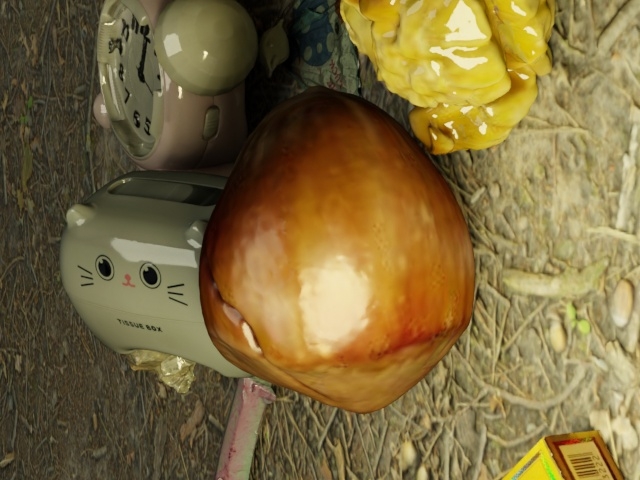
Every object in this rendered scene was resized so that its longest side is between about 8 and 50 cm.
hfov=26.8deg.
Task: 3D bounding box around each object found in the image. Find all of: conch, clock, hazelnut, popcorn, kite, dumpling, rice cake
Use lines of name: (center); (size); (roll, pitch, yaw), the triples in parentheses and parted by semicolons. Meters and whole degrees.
conch: (-0.219, 0.090, 2.055); (0.210, 0.159, 0.291); (62, -155, -77)
clock: (-0.213, -0.254, 1.948); (0.342, 0.184, 0.325); (45, 143, 39)
hazelnut: (0.010, 0.012, 1.508); (0.372, 0.315, 0.372); (177, 90, -67)
popcorn: (0.137, -0.241, 1.397); (0.265, 0.225, 0.332); (-134, 27, -63)
kite: (0.014, -0.304, 1.773); (0.368, 0.014, 0.406); (-18, 77, 59)
dumpling: (-0.067, -0.264, 1.863); (0.059, 0.043, 0.077); (171, 89, -79)
rice cake: (-0.120, 0.317, 2.001); (0.081, 0.051, 0.290); (48, 131, 48)

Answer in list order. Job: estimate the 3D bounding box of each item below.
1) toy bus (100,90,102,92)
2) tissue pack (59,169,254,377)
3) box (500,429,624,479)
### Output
toy bus: (-0.304, -0.249, 2.262); (0.203, 0.063, 0.090); (34, 117, 51)
tissue pack: (-0.179, 0.026, 1.790); (0.333, 0.229, 0.236); (8, 131, 32)
box: (0.265, 0.366, 1.330); (0.193, 0.084, 0.301); (-58, 45, 43)
